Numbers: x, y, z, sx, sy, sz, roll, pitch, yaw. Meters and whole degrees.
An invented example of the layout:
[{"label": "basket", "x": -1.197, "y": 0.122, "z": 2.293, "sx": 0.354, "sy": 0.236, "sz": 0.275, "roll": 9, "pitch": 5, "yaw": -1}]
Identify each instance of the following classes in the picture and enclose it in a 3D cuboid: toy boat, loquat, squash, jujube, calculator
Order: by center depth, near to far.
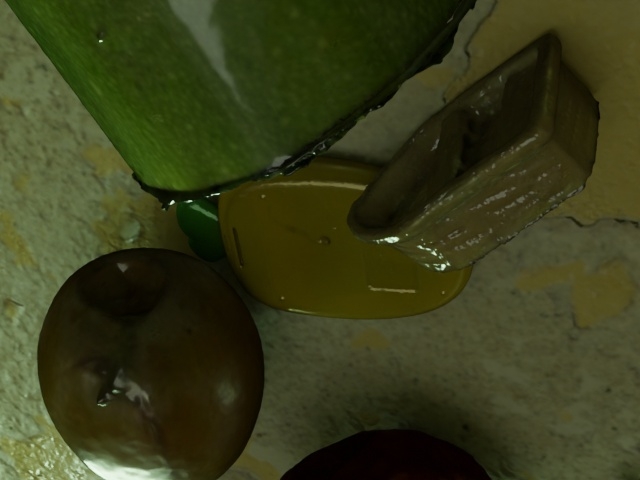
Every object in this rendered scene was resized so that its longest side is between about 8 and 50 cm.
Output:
[{"label": "squash", "x": -0.095, "y": -0.240, "z": 0.712, "sx": 0.263, "sy": 0.263, "sz": 0.384, "roll": -17, "pitch": 121, "yaw": 32}, {"label": "toy boat", "x": 0.099, "y": -0.042, "z": 0.893, "sx": 0.061, "sy": 0.116, "sz": 0.188, "roll": 39, "pitch": 130, "yaw": -20}, {"label": "calculator", "x": 0.000, "y": 0.000, "z": 1.021, "sx": 0.234, "sy": 0.032, "sz": 0.146, "roll": 3, "pitch": 128, "yaw": 18}, {"label": "loquat", "x": -0.132, "y": 0.110, "z": 1.071, "sx": 0.179, "sy": 0.179, "sz": 0.227, "roll": 9, "pitch": 138, "yaw": 15}, {"label": "jujube", "x": 0.066, "y": 0.270, "z": 1.102, "sx": 0.213, "sy": 0.213, "sz": 0.232, "roll": -24, "pitch": 98, "yaw": 35}]
